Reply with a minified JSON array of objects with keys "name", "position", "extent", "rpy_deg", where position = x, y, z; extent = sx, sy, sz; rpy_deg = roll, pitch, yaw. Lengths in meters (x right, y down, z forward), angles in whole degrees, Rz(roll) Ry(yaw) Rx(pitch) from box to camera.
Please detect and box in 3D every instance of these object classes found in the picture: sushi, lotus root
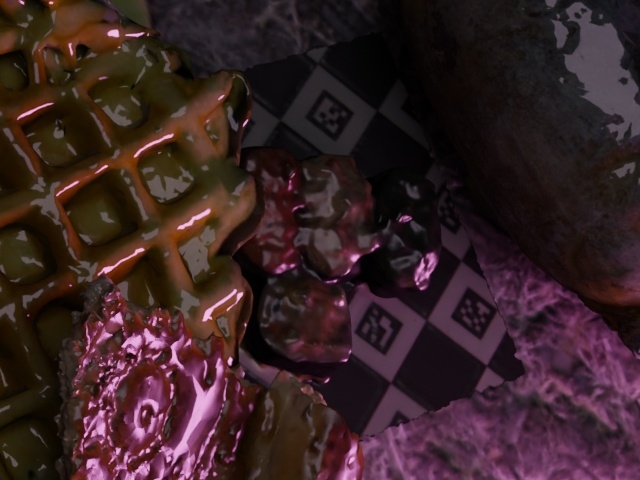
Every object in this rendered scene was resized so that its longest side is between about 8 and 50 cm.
[{"name":"sushi","position":[0.000,0.000,1.031],"extent":[0.219,0.047,0.231],"rpy_deg":[-19,82,-29]},{"name":"lotus root","position":[0.148,-0.104,1.070],"extent":[0.175,0.175,0.349],"rpy_deg":[-33,89,-29]}]

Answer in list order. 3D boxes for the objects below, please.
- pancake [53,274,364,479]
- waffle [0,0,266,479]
[{"name":"pancake","position":[-0.080,0.138,0.888],"extent":[0.266,0.057,0.244],"rpy_deg":[-43,129,-35]},{"name":"waffle","position":[-0.178,-0.004,0.916],"extent":[0.317,0.073,0.297],"rpy_deg":[21,76,-24]}]
